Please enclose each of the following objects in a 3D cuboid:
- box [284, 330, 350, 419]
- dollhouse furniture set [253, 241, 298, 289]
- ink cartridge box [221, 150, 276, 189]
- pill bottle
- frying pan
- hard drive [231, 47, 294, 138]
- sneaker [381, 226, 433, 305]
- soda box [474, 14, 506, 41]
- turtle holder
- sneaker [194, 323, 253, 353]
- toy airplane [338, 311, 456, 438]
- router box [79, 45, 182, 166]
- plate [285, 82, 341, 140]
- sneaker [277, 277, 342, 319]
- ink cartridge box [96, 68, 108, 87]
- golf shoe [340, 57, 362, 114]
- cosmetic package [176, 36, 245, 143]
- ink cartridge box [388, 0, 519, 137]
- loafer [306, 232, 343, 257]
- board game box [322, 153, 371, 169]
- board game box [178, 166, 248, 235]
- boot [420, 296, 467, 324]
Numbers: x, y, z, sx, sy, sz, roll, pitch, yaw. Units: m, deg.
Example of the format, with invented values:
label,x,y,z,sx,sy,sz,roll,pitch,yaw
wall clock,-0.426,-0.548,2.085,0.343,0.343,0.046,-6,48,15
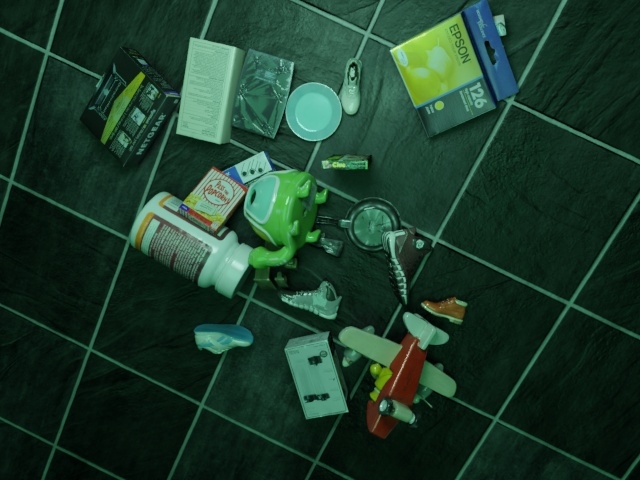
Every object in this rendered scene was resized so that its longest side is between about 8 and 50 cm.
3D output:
label,x,y,z,sx,sy,sz,roll,pitch,yaw
box,-0.009,0.494,1.910,0.169,0.087,0.290,-15,100,11
dollhouse furniture set,-0.148,0.088,1.866,0.144,0.123,0.151,0,68,8
ink cartridge box,-0.259,-0.221,1.800,0.207,0.046,0.097,-24,97,13
pill bottle,-0.425,0.022,1.790,0.392,0.224,0.224,31,105,1
frying pan,0.122,-0.079,1.780,0.326,0.053,0.197,28,105,-2
hard drive,-0.189,-0.482,1.724,0.171,0.054,0.255,18,105,4
sneaker,0.313,0.083,1.763,0.162,0.106,0.281,-19,115,-8
soda box,0.465,-0.632,1.591,0.183,0.058,0.063,-10,101,11
turtle holder,-0.126,-0.077,1.721,0.227,0.243,0.321,13,111,21
sneaker,-0.355,0.369,1.939,0.228,0.087,0.092,4,110,15
toy airplane,0.265,0.426,1.790,0.384,0.272,0.386,-19,91,-26
router box,-0.638,-0.441,1.742,0.243,0.081,0.309,47,114,9
plate,-0.022,-0.425,1.729,0.188,0.024,0.188,2,103,9
sneaker,-0.030,0.183,1.850,0.228,0.086,0.132,22,101,-8
ink cartridge box,-0.729,-0.547,1.800,0.048,0.028,0.083,43,106,-2
golf shoe,0.096,-0.490,1.665,0.069,0.086,0.176,3,105,6
cosmetic package,-0.361,-0.488,1.718,0.160,0.113,0.310,15,105,5
ink cartridge box,0.410,-0.512,1.582,0.307,0.072,0.304,-23,112,18
loafer,0.000,0.000,1.814,0.170,0.062,0.061,25,83,-2
board game box,0.088,-0.248,1.632,0.136,0.260,0.030,-1,103,8
board game box,-0.352,-0.131,1.728,0.146,0.045,0.193,31,64,2
boot,0.428,0.225,1.801,0.157,0.059,0.085,19,102,-5
